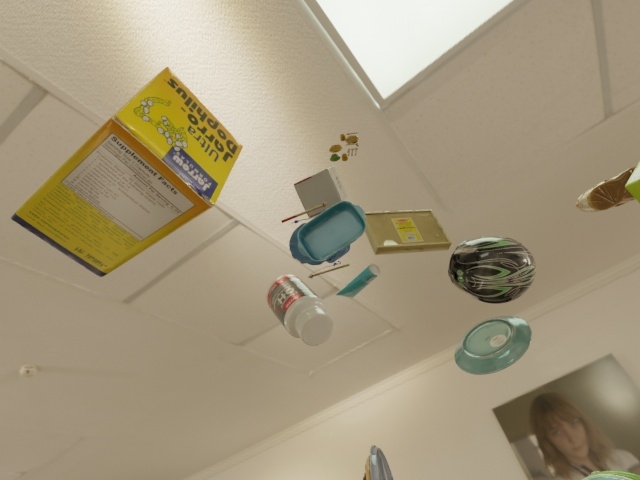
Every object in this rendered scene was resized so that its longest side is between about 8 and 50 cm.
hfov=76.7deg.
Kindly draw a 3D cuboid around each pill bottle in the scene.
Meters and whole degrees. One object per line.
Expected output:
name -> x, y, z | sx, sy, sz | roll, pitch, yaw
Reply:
pill bottle -> -0.078, 0.267, 1.553 | 0.176, 0.318, 0.176 | -10, -67, -25

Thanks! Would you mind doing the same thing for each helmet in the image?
helmet -> 0.402, 0.068, 0.936 | 0.169, 0.161, 0.169 | -5, -81, -33

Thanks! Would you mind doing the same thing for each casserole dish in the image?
casserole dish -> 0.031, -0.020, 1.023 | 0.188, 0.114, 0.037 | -34, -26, 1

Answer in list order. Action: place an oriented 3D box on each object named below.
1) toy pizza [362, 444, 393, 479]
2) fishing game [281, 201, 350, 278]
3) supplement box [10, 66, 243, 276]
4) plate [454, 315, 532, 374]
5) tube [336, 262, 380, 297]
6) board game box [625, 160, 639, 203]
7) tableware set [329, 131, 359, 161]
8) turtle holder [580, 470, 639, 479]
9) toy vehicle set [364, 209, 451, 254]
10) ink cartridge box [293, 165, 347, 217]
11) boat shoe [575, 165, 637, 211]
toy pizza -> 0.095, 0.414, 0.597 | 0.032, 0.201, 0.201 | -17, -40, 9
fishing game -> 0.000, 0.000, 1.180 | 0.189, 0.041, 0.264 | -21, -48, 7
supplement box -> -0.354, -0.111, 0.756 | 0.356, 0.195, 0.194 | -25, -55, 29
plate -> 0.396, 0.235, 0.948 | 0.188, 0.188, 0.024 | -33, -78, 17
tube -> 0.143, 0.163, 1.520 | 0.080, 0.052, 0.207 | 20, -47, -24
board game box -> 0.481, -0.111, 0.482 | 0.092, 0.043, 0.181 | -43, 1, -26
tableware set -> 0.082, -0.324, 1.409 | 0.104, 0.154, 0.024 | -4, -45, 13
turtle holder -> 0.674, 0.643, 0.837 | 0.227, 0.320, 0.243 | 10, -83, -38
toy vehicle set -> 0.284, -0.031, 1.357 | 0.266, 0.166, 0.035 | -3, -43, -15
ink cartridge box -> 0.005, -0.170, 1.388 | 0.128, 0.176, 0.127 | -24, -82, 13
boat shoe -> 0.570, -0.098, 0.777 | 0.170, 0.063, 0.059 | -17, -5, -8
